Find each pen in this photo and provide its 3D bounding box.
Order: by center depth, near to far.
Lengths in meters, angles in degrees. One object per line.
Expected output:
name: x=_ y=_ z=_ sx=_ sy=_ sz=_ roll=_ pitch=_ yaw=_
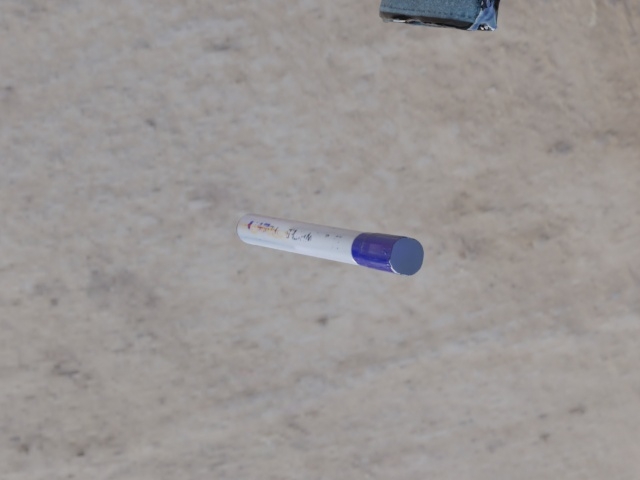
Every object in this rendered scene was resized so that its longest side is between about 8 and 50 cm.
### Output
pen: x=0.000 y=0.000 z=1.076 sx=0.033 sy=0.033 sz=0.269 roll=9 pitch=-179 yaw=-31

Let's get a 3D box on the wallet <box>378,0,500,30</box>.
wallet: x=0.152 y=-0.393 z=1.201 sx=0.046 sy=0.190 sz=0.379 roll=11 pitch=96 yaw=-27
